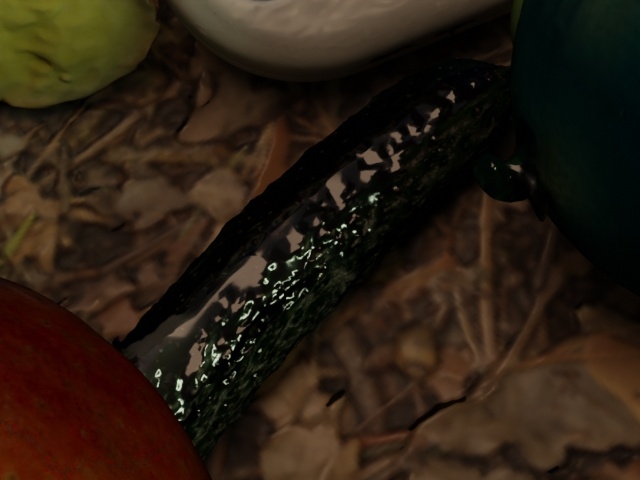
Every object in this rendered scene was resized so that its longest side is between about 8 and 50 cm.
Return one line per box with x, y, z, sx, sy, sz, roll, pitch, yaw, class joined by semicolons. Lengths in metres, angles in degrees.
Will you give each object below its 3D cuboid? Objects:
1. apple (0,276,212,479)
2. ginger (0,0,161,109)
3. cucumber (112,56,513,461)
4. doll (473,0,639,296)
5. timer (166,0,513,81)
-0.132;0.121;0.482;0.234;0.234;0.234;-3;62;6;apple
-0.241;-0.153;0.702;0.354;0.126;0.190;21;57;15;ginger
-0.003;-0.001;0.622;0.067;0.067;0.245;36;70;23;cucumber
0.210;-0.080;0.549;0.321;0.199;0.186;-24;36;-1;doll
0.012;-0.215;0.676;0.237;0.087;0.262;-22;88;-5;timer
